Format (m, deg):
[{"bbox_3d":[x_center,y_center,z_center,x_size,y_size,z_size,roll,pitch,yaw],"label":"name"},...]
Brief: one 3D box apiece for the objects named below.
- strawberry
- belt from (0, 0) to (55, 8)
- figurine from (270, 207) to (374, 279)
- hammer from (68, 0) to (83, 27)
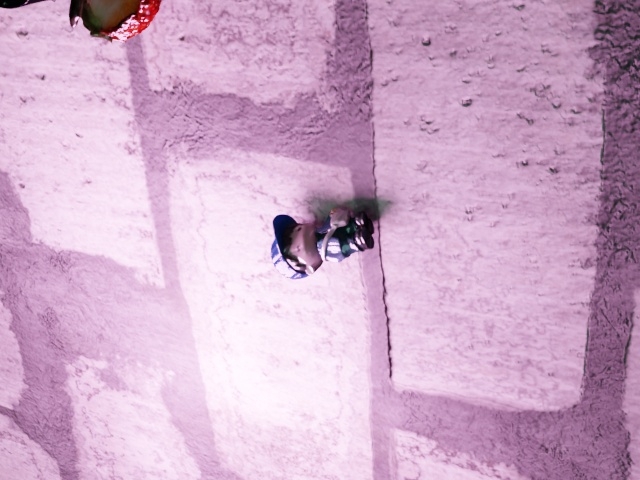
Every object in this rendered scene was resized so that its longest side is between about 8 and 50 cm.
[{"bbox_3d":[-0.239,-0.332,1.327,0.187,0.082,0.146,-49,64,33],"label":"strawberry"},{"bbox_3d":[-0.400,-0.382,1.365,0.198,0.078,0.151,32,129,27],"label":"belt"},{"bbox_3d":[0.000,0.000,1.420,0.149,0.086,0.087,-13,153,23],"label":"figurine"},{"bbox_3d":[-0.292,-0.355,1.321,0.065,0.021,0.178,18,97,44],"label":"hammer"}]
